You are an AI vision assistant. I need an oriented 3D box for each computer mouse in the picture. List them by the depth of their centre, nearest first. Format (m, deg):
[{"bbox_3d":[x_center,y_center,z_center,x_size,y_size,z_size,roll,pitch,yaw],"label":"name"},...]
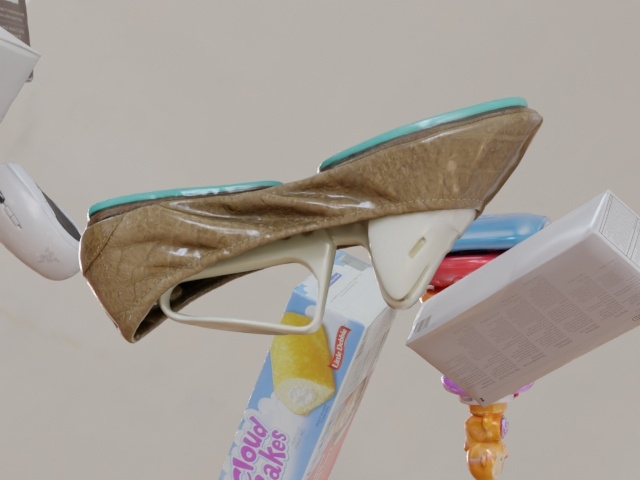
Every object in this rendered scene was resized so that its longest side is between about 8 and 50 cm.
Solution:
[{"bbox_3d":[-0.305,-0.039,1.821,0.193,0.106,0.042,48,14,-5],"label":"computer mouse"}]

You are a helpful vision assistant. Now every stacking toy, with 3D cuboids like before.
[{"bbox_3d":[0.181,0.123,2.058,0.166,0.301,0.175,-3,3,13],"label":"stacking toy"}]

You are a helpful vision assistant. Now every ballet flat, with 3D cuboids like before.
[{"bbox_3d":[0.000,0.000,1.300,0.116,0.342,0.124,63,14,-76],"label":"ballet flat"}]

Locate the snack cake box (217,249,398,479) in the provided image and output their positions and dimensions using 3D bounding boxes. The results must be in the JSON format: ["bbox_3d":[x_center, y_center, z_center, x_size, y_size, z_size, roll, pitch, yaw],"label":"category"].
[{"bbox_3d":[-0.010,0.158,1.951,0.089,0.264,0.152,25,22,10],"label":"snack cake box"}]

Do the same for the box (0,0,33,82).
[{"bbox_3d":[-0.428,-0.239,1.943,0.168,0.203,0.167,-13,96,-79],"label":"box"}]

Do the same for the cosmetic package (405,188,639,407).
[{"bbox_3d":[0.188,0.053,1.561,0.099,0.239,0.060,41,45,-15],"label":"cosmetic package"}]

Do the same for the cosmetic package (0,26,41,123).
[{"bbox_3d":[-0.399,-0.044,1.373,0.197,0.365,0.155,36,6,21],"label":"cosmetic package"}]
